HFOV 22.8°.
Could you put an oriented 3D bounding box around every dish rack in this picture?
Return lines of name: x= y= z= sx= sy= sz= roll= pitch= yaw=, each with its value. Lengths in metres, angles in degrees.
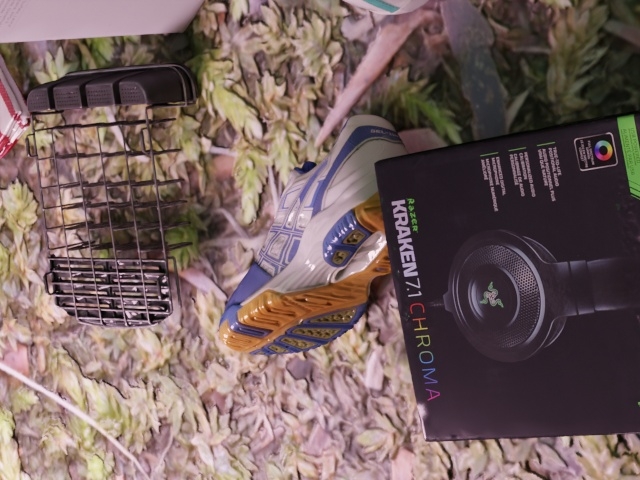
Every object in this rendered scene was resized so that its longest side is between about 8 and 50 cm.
dish rack: x=-0.216 y=-0.044 z=1.662 sx=0.208 sy=0.074 sz=0.271 roll=1 pitch=100 yaw=41

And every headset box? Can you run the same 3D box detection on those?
headset box: x=0.210 y=0.028 z=1.276 sx=0.283 sy=0.131 sz=0.246 roll=-8 pitch=94 yaw=40

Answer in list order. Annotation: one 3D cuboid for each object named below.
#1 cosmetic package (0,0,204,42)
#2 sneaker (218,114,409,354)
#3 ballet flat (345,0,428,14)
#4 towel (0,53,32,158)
cosmetic package: x=-0.278 y=-0.306 z=1.459 sx=0.156 sy=0.385 sz=0.217 roll=-50 pitch=64 yaw=33
sneaker: x=0.000 y=0.000 z=1.484 sx=0.296 sy=0.112 sz=0.131 roll=-43 pitch=46 yaw=41
ballet flat: x=0.008 y=-0.389 z=1.371 sx=0.139 sy=0.139 sz=0.400 roll=-18 pitch=86 yaw=40
towel: x=-0.474 y=-0.146 z=1.882 sx=0.329 sy=0.037 sz=0.237 roll=-41 pitch=70 yaw=35
